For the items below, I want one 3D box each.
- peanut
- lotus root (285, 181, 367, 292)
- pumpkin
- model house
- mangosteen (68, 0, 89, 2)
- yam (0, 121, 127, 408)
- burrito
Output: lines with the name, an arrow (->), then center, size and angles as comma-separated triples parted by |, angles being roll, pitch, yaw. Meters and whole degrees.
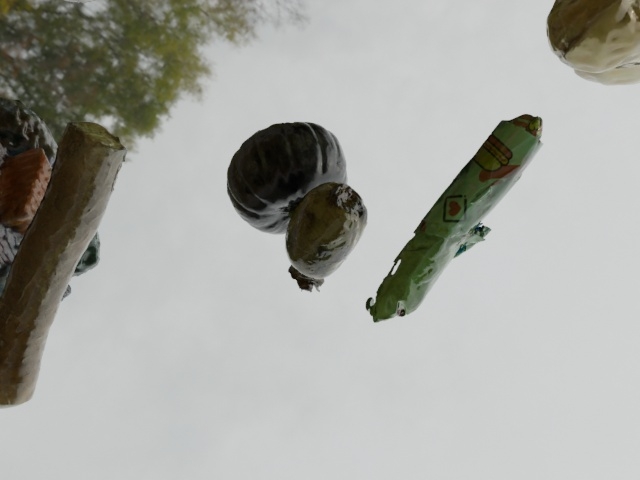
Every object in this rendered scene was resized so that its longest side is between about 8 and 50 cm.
peanut -> 0.358, -0.256, 0.926 | 0.147, 0.305, 0.147 | 2, -84, 25
lotus root -> -0.002, -0.001, 1.544 | 0.278, 0.154, 0.154 | 115, -29, -44
pumpkin -> -0.070, -0.116, 1.803 | 0.296, 0.296, 0.295 | -23, -128, 32
model house -> -0.528, -0.039, 1.208 | 0.297, 0.360, 0.339 | -24, -165, -12
mangosteen -> -0.438, -0.564, 1.340 | 0.231, 0.289, 0.231 | -22, -150, 13
yam -> -0.316, 0.037, 0.892 | 0.081, 0.081, 0.356 | 34, -74, 48
burrito -> 0.158, -0.016, 0.874 | 0.054, 0.104, 0.288 | 42, -82, 31
